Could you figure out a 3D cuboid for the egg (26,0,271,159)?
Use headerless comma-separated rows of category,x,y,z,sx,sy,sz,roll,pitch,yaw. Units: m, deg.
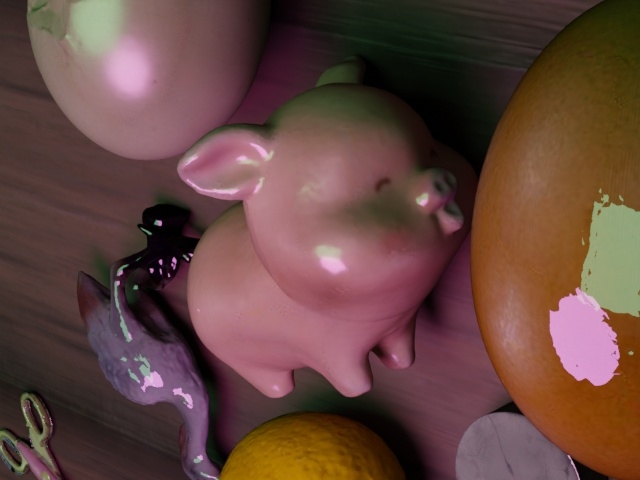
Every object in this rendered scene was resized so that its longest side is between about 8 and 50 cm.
egg,-0.154,-0.206,1.400,0.219,0.219,0.269,19,102,37

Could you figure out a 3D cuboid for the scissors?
scissors,-0.325,0.282,1.853,0.187,0.020,0.133,53,135,18

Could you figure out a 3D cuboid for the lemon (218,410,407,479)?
lemon,-0.010,0.248,1.452,0.203,0.178,0.178,13,113,52

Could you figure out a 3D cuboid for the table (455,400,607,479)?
table,0.184,0.207,1.352,0.133,0.043,0.133,15,114,38

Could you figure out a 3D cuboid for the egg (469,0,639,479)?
egg,0.244,-0.002,1.063,0.283,0.283,0.351,10,107,40

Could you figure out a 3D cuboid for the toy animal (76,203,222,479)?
toy animal,-0.169,0.128,1.612,0.195,0.090,0.324,-7,97,43

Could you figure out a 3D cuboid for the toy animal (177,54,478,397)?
toy animal,0.000,0.000,1.352,0.326,0.237,0.269,-16,104,47
